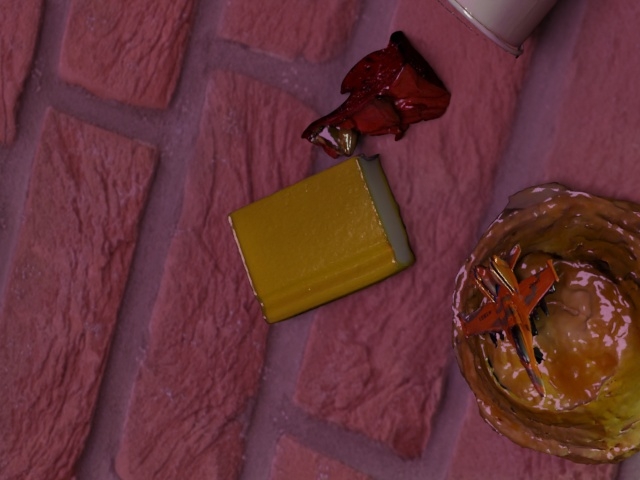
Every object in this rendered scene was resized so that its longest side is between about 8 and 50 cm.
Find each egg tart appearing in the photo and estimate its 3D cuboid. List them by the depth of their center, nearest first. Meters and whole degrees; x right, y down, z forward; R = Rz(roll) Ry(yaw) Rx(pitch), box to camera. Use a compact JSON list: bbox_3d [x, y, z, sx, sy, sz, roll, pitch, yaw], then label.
[{"bbox_3d":[0.288,0.105,1.814,0.341,0.129,0.341,4,97,30],"label":"egg tart"}]

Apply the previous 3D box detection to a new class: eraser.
[{"bbox_3d":[0.000,0.000,1.991,0.226,0.069,0.158,-23,85,29],"label":"eraser"}]

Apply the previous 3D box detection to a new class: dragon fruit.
[{"bbox_3d":[0.049,-0.175,1.932,0.192,0.092,0.122,-28,81,28],"label":"dragon fruit"}]

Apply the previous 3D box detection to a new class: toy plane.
[{"bbox_3d":[0.223,0.095,1.736,0.135,0.062,0.188,-36,63,25],"label":"toy plane"}]

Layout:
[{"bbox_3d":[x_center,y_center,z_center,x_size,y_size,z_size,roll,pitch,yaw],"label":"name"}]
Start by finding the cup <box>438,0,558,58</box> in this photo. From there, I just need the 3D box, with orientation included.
[{"bbox_3d":[0.229,-0.383,1.742,0.274,0.253,0.253,-43,75,17],"label":"cup"}]
